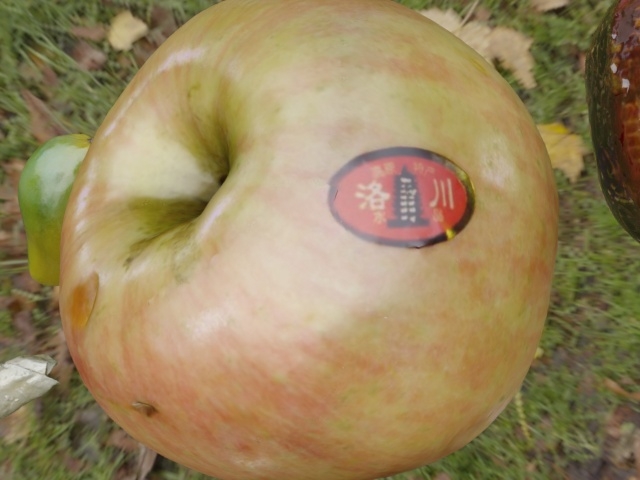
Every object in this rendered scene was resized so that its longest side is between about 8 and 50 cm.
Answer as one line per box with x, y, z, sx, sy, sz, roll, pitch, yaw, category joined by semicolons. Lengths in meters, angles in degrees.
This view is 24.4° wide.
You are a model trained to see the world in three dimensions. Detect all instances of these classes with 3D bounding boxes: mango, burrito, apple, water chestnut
-0.271;-0.035;1.641;0.122;0.191;0.085;-17;47;-20;mango
-0.396;0.195;1.542;0.275;0.082;0.059;-32;101;-9;burrito
0.000;0.000;1.140;0.346;0.391;0.391;28;89;-43;apple
0.448;-0.135;1.557;0.350;0.302;0.351;5;82;-38;water chestnut
